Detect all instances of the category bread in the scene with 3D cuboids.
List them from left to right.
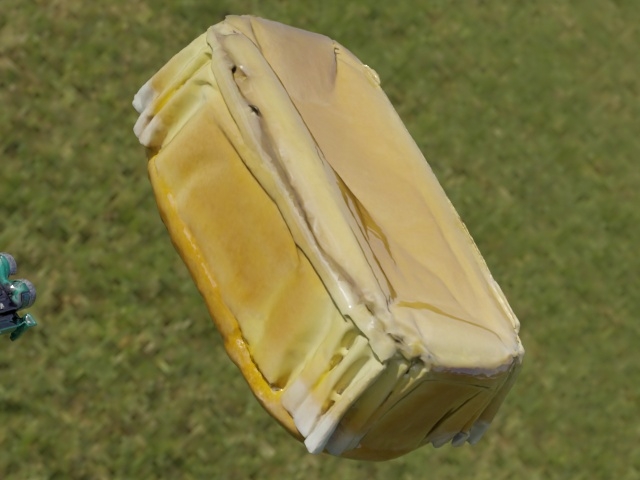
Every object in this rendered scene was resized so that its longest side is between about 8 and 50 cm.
[{"bbox_3d":[0.000,0.000,0.883,0.136,0.107,0.241,5,48,-45],"label":"bread"}]

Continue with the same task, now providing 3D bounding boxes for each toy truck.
[{"bbox_3d":[-0.429,0.041,1.906,0.216,0.116,0.110,52,25,12],"label":"toy truck"}]
